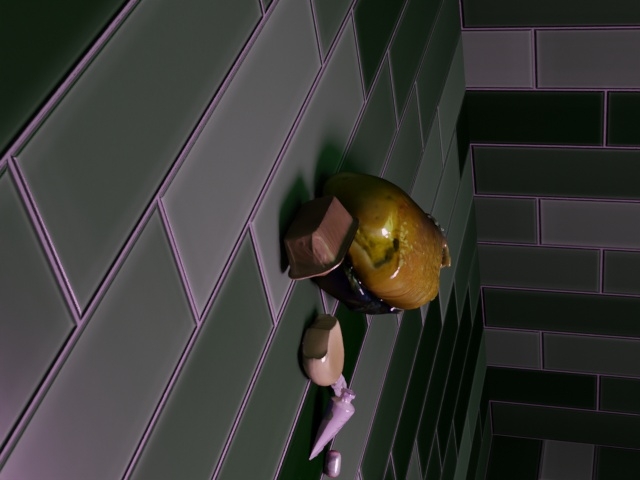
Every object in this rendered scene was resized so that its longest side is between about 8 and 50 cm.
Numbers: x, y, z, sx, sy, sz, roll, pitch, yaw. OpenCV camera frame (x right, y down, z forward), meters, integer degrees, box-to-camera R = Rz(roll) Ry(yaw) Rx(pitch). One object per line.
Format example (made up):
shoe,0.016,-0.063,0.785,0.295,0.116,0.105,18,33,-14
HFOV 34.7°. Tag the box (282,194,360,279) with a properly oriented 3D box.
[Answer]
box,0.000,0.000,1.737,0.177,0.111,0.111,-62,150,-54

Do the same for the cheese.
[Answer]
cheese,0.018,0.232,1.921,0.255,0.050,0.127,69,28,-57

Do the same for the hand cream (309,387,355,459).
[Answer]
hand cream,0.021,0.342,1.928,0.142,0.053,0.084,-61,165,10

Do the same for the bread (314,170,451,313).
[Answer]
bread,0.117,0.013,1.971,0.376,0.208,0.251,31,58,-67

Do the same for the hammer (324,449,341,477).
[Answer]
hammer,0.029,0.438,2.024,0.083,0.031,0.052,27,71,-78
